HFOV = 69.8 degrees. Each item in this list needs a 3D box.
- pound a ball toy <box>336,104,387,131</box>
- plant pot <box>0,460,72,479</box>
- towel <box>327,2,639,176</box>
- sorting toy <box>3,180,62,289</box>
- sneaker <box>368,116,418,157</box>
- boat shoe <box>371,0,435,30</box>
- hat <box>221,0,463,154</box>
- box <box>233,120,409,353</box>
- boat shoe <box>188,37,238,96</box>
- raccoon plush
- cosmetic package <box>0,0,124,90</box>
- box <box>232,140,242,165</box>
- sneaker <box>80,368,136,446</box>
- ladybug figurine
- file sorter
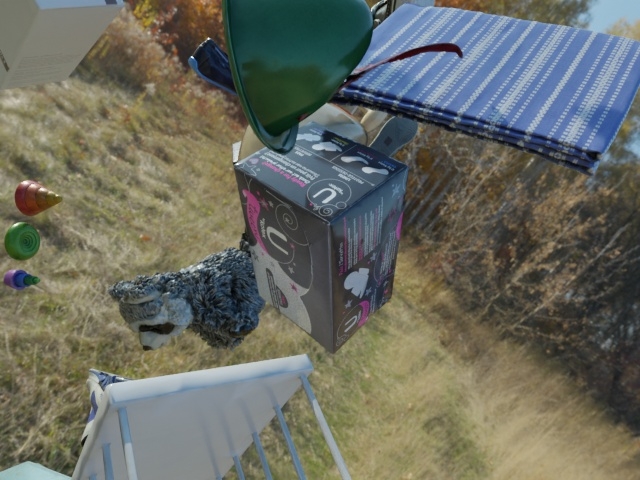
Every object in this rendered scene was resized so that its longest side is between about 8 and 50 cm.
[{"bbox_3d":[-0.004,-0.388,1.176,0.319,0.135,0.208,37,2,22],"label":"pound a ball toy"},{"bbox_3d":[-0.469,0.506,0.708,0.252,0.247,0.247,-59,143,-47],"label":"plant pot"},{"bbox_3d":[0.193,-0.205,0.561,0.336,0.243,0.040,25,-32,26],"label":"towel"},{"bbox_3d":[-0.923,-0.019,1.498,0.126,0.365,0.127,1,-13,13],"label":"sorting toy"},{"bbox_3d":[0.173,-0.263,1.284,0.083,0.222,0.118,47,-18,-5],"label":"sneaker"},{"bbox_3d":[0.139,-0.400,0.886,0.119,0.121,0.335,26,-5,10],"label":"boat shoe"},{"bbox_3d":[0.038,-0.181,0.399,0.208,0.184,0.173,-81,161,-44],"label":"hat"},{"bbox_3d":[0.000,0.000,0.612,0.163,0.142,0.247,32,-37,30],"label":"box"},{"bbox_3d":[-0.184,-0.388,1.073,0.109,0.089,0.258,45,20,16],"label":"boat shoe"},{"bbox_3d":[-0.297,0.058,1.102,0.299,0.216,0.446,34,48,-31],"label":"raccoon plush"},{"bbox_3d":[-0.547,-0.457,0.868,0.156,0.385,0.217,-31,103,-40],"label":"cosmetic package"},{"bbox_3d":[-0.190,-0.206,1.359,0.158,0.093,0.156,-108,178,-58],"label":"box"},{"bbox_3d":[-0.543,0.433,1.160,0.127,0.182,0.316,29,-26,-29],"label":"sneaker"},{"bbox_3d":[-0.052,-0.190,1.018,0.161,0.305,0.449,61,-2,4],"label":"ladybug figurine"},{"bbox_3d":[-0.119,0.269,0.443,0.193,0.277,0.173,2,45,-37],"label":"file sorter"}]
